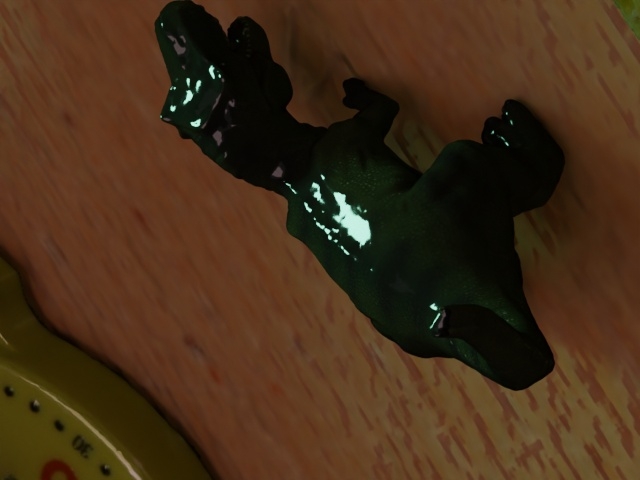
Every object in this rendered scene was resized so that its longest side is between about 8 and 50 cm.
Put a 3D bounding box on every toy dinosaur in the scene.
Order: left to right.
[{"bbox_3d":[0.000,0.000,0.595,0.187,0.179,0.087,27,117,22],"label":"toy dinosaur"}]

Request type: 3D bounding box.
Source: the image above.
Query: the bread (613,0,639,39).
[{"bbox_3d":[0.117,-0.149,0.527,0.138,0.102,0.196,-34,87,31],"label":"bread"}]

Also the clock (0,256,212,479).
[{"bbox_3d":[-0.151,0.165,0.798,0.277,0.071,0.293,37,121,14],"label":"clock"}]
